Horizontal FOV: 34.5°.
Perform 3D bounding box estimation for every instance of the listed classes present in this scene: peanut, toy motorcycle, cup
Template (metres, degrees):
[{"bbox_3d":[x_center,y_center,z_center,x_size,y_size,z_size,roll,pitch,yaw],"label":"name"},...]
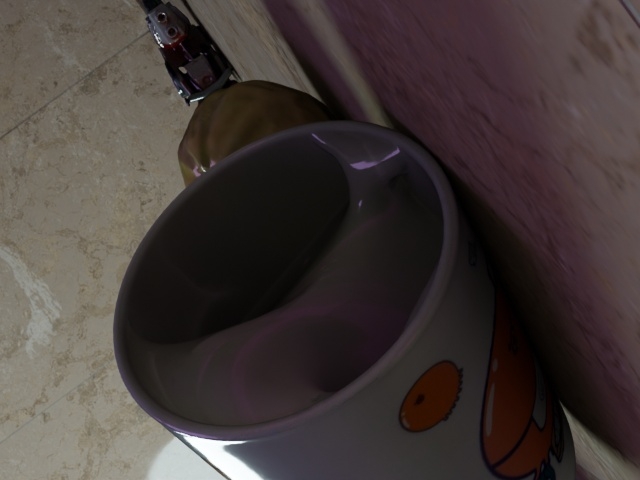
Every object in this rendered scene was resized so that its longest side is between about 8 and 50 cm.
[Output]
[{"bbox_3d":[0.000,0.000,0.845,0.305,0.147,0.147,53,179,-38],"label":"peanut"},{"bbox_3d":[-0.181,-0.250,1.449,0.213,0.082,0.122,54,179,-33],"label":"toy motorcycle"},{"bbox_3d":[0.039,0.104,0.678,0.212,0.212,0.317,51,178,45],"label":"cup"}]
